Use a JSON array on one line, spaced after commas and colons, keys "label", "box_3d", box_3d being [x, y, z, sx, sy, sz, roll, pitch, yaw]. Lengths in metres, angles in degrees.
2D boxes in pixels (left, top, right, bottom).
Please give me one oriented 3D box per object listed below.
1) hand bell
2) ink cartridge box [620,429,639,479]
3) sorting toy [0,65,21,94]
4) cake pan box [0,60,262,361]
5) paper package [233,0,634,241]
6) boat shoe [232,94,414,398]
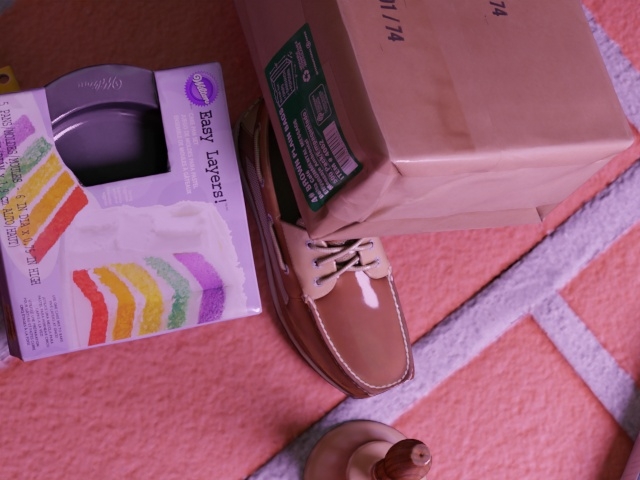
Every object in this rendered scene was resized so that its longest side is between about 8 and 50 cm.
[{"label": "hand bell", "box_3d": [0.066, 0.215, 1.682, 0.126, 0.242, 0.126, 2, 77, -10]}, {"label": "ink cartridge box", "box_3d": [0.373, 0.289, 1.814, 0.165, 0.065, 0.333, 25, 75, -4]}, {"label": "sorting toy", "box_3d": [-0.409, -0.189, 1.786, 0.274, 0.046, 0.132, 41, 73, 11]}, {"label": "cake pan box", "box_3d": [-0.197, -0.036, 1.746, 0.246, 0.070, 0.267, -9, 94, -19]}, {"label": "paper package", "box_3d": [0.099, -0.183, 1.754, 0.309, 0.168, 0.325, -5, 67, -31]}, {"label": "boat shoe", "box_3d": [0.000, 0.000, 1.784, 0.122, 0.120, 0.324, -23, 82, -14]}]
